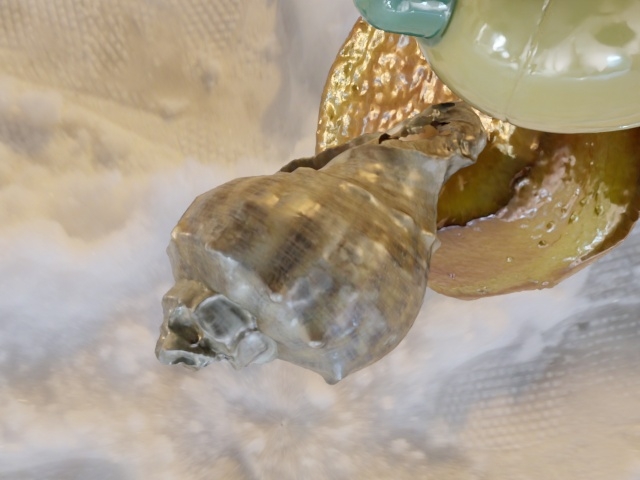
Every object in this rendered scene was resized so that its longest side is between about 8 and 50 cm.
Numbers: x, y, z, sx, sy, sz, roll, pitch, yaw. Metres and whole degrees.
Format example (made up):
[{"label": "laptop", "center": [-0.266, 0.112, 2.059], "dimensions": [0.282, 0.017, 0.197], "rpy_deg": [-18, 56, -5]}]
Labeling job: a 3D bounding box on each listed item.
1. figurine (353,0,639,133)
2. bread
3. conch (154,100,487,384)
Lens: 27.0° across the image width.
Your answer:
[{"label": "figurine", "center": [0.106, -0.160, 0.565], "dimensions": [0.222, 0.124, 0.324], "rpy_deg": [16, 42, 1]}, {"label": "bread", "center": [0.136, -0.103, 1.129], "dimensions": [0.312, 0.172, 0.312], "rpy_deg": [-10, 75, 40]}, {"label": "conch", "center": [0.004, 0.016, 0.949], "dimensions": [0.291, 0.210, 0.159], "rpy_deg": [-24, 93, -26]}]
